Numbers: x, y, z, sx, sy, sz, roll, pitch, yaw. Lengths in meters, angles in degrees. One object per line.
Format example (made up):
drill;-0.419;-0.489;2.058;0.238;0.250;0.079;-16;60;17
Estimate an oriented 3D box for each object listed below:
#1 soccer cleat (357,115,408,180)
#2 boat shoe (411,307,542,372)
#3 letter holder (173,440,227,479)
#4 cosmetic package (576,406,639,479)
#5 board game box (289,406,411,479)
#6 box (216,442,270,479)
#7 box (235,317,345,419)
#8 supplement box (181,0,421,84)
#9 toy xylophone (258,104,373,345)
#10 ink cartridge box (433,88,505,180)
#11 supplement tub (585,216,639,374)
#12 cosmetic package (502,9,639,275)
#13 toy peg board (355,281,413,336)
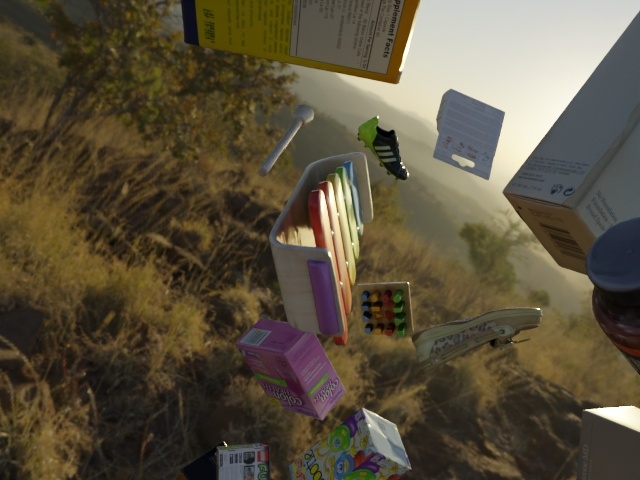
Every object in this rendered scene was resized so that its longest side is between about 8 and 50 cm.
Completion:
soccer cleat;0.159;-0.210;1.447;0.179;0.072;0.060;44;25;-26
boat shoe;0.346;0.214;1.362;0.104;0.285;0.089;57;19;-69
letter holder;-0.289;0.787;1.839;0.152;0.214;0.302;-26;71;-38
cosmetic package;0.430;0.294;0.750;0.107;0.127;0.238;3;0;-24
board game box;0.071;0.585;1.610;0.144;0.275;0.142;34;22;-32
box;-0.165;0.545;1.336;0.114;0.207;0.036;1;-4;-16
box;-0.083;0.352;1.733;0.213;0.117;0.243;1;-54;46
supplement box;-0.022;-0.409;0.976;0.356;0.194;0.195;11;57;0
toy xylophone;0.002;-0.031;0.801;0.081;0.236;0.322;-3;36;14
ink cartridge box;0.421;-0.303;1.814;0.189;0.232;0.066;20;-13;-11
supplement tub;0.293;0.067;0.507;0.198;0.106;0.106;43;5;-28
cosmetic package;0.375;-0.117;0.739;0.160;0.309;0.113;42;-7;-30
toy peg board;0.185;0.214;1.857;0.160;0.161;0.079;-4;12;16
